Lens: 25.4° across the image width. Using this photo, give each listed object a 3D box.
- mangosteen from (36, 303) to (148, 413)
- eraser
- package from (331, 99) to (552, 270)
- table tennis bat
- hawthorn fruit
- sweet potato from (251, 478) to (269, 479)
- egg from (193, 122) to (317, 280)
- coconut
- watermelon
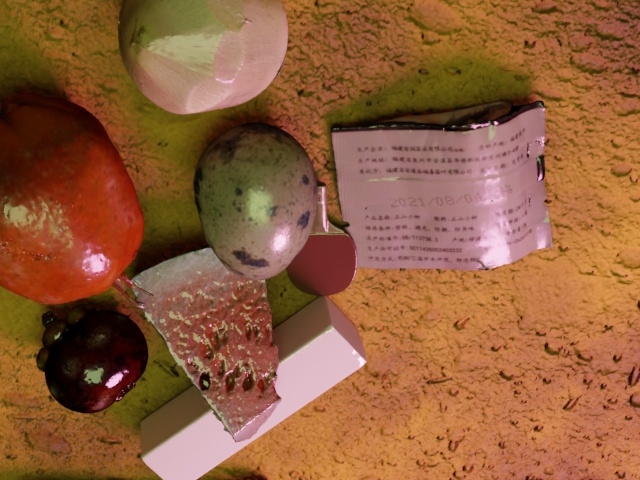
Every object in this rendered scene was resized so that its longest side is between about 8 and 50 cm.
[{"bbox_3d":[-0.278,0.134,1.691,0.140,0.140,0.140,-4,121,-6],"label":"mangosteen"},{"bbox_3d":[-0.087,0.190,1.769,0.298,0.078,0.076,-35,119,12],"label":"eraser"},{"bbox_3d":[0.147,-0.058,1.670,0.251,0.062,0.203,-7,120,0],"label":"package"},{"bbox_3d":[0.000,0.000,1.704,0.087,0.013,0.156,-1,121,4],"label":"table tennis bat"},{"bbox_3d":[-0.284,-0.022,1.536,0.211,0.211,0.299,-32,114,11],"label":"hawthorn fruit"},{"bbox_3d":[-0.231,0.374,1.852,0.342,0.092,0.114,0,95,-8],"label":"sweet potato"},{"bbox_3d":[-0.072,-0.043,1.594,0.141,0.141,0.181,-4,110,-6],"label":"egg"},{"bbox_3d":[-0.131,-0.214,1.459,0.183,0.171,0.171,-8,133,-54],"label":"coconut"},{"bbox_3d":[-0.119,0.126,1.681,0.154,0.094,0.241,-20,95,-8],"label":"watermelon"}]
